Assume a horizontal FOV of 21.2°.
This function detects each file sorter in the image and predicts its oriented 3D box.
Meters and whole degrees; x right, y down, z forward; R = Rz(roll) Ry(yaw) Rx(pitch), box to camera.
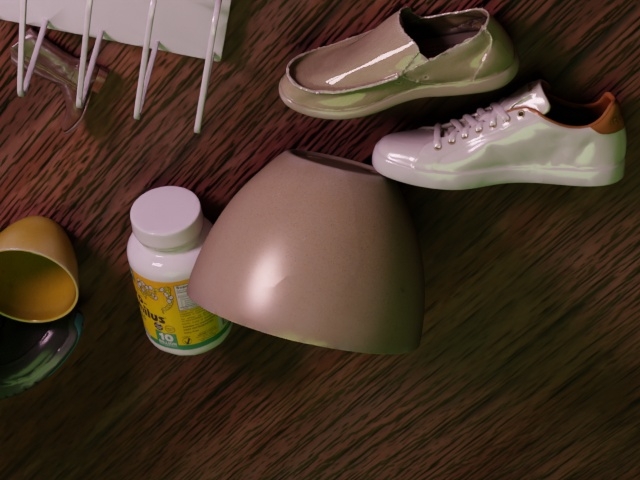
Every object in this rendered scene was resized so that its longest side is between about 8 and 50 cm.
[{"bbox_3d":[-0.239,-0.249,1.828,0.277,0.173,0.193,11,135,-3],"label":"file sorter"}]

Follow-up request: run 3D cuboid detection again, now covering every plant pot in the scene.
[{"bbox_3d":[-0.364,0.024,2.170,0.134,0.095,0.134,3,136,3],"label":"plant pot"},{"bbox_3d":[0.000,0.000,2.011,0.284,0.284,0.191,12,99,-5],"label":"plant pot"}]

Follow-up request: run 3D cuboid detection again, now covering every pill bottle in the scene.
[{"bbox_3d":[-0.178,0.036,2.143,0.117,0.117,0.208,0,135,7],"label":"pill bottle"}]

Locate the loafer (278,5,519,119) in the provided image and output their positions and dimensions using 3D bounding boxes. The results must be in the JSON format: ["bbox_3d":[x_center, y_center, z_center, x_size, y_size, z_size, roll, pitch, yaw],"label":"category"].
[{"bbox_3d":[0.082,-0.206,1.889,0.268,0.102,0.092,-10,132,4],"label":"loafer"}]

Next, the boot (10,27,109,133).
[{"bbox_3d":[-0.319,-0.186,1.995,0.114,0.037,0.106,24,120,-21],"label":"boot"}]

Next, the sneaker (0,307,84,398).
[{"bbox_3d":[-0.478,0.136,2.277,0.341,0.125,0.140,-15,126,18],"label":"sneaker"}]

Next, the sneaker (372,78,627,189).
[{"bbox_3d":[0.203,-0.131,1.956,0.290,0.106,0.123,-2,120,3],"label":"sneaker"}]
